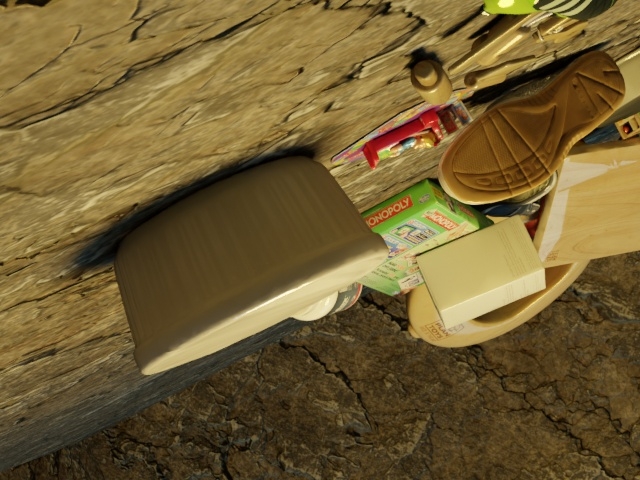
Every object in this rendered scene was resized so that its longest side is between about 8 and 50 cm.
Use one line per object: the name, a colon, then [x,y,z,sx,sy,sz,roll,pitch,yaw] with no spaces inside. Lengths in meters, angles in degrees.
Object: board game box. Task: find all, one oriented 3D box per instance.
board game box: [0.143,0.004,2.052,0.213,0.046,0.317,-29,158,17]
board game box: [0.092,-0.106,1.367,0.169,0.033,0.133,-32,172,38]

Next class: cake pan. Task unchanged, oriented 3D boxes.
cake pan: [0.477,-0.237,1.754,0.293,0.054,0.293,-26,173,-3]

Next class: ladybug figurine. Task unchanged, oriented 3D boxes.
ladybug figurine: [0.340,0.027,2.512,0.449,0.162,0.305,-37,129,7]

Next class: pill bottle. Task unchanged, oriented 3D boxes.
pill bottle: [-0.011,0.073,2.071,0.108,0.108,0.180,-29,173,22]

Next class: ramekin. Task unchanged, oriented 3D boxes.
ramekin: [-0.078,0.019,1.278,0.273,0.127,0.273,-25,174,-3]

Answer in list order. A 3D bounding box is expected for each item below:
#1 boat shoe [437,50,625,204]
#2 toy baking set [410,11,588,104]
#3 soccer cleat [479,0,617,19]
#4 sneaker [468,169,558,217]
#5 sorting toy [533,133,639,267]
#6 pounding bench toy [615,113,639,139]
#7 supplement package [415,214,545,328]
boat shoe: [0.225,-0.118,1.450,0.277,0.098,0.096,-32,-170,-28]
toy baking set: [0.163,-0.178,1.104,0.197,0.030,0.256,-31,173,13]
soccer cleat: [0.176,-0.191,0.901,0.179,0.060,0.072,-16,167,-46]
sneaker: [0.340,-0.092,2.163,0.163,0.086,0.226,-6,171,-41]
sorting toy: [0.500,-0.091,2.317,0.257,0.089,0.255,-9,133,-20]
pounding bench toy: [0.552,-0.217,2.215,0.083,0.052,0.065,-23,173,-26]
supplement package: [0.258,0.052,2.067,0.179,0.105,0.105,-23,158,2]
